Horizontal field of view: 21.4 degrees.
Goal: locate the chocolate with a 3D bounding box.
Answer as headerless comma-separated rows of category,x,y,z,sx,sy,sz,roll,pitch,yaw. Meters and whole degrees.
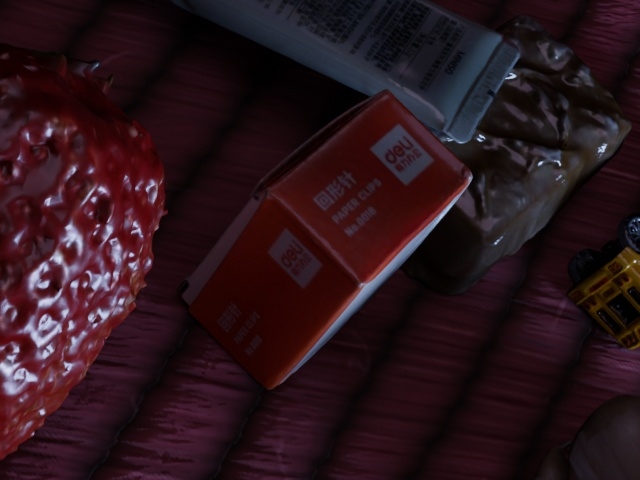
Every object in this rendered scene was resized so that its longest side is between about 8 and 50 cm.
chocolate,0.123,-0.070,1.271,0.148,0.093,0.214,46,54,7

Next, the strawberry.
strawberry,-0.218,0.014,0.988,0.257,0.257,0.277,10,84,-19

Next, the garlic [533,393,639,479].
garlic,0.256,0.186,1.143,0.214,0.160,0.191,-2,68,-22

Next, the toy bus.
toy bus,0.280,-0.004,1.309,0.088,0.083,0.194,48,57,3

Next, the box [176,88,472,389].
box,0.000,0.000,1.122,0.099,0.182,0.133,46,57,5

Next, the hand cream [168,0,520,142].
hand cream,-0.025,-0.178,1.244,0.340,0.078,0.124,27,47,7
